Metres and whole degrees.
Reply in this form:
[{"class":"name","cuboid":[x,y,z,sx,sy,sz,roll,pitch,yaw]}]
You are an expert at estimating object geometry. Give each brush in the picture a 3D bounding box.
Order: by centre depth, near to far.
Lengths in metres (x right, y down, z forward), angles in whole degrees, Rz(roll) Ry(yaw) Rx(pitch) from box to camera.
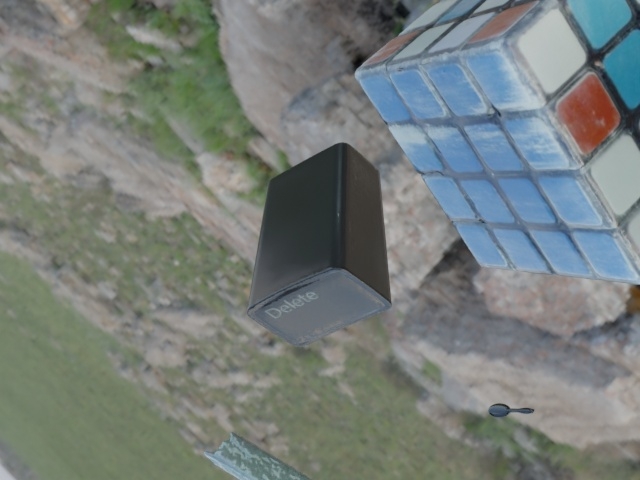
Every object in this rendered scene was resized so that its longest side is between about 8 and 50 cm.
[{"class":"brush","cuboid":[0.311,0.277,1.749,0.083,0.024,0.008,-7,155,38]}]

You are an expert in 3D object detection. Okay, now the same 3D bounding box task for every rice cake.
[{"class":"rice cake","cuboid":[-0.086,0.382,1.750,0.206,0.063,0.069,27,160,24]}]

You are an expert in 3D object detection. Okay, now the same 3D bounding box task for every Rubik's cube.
[{"class":"Rubik's cube","cuboid":[0.235,-0.137,0.988,0.256,0.253,0.259,54,162,-17]}]

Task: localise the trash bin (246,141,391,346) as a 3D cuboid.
[{"class":"trash bin","cuboid":[0.000,0.000,1.431,0.165,0.225,0.115,-27,134,32]}]
